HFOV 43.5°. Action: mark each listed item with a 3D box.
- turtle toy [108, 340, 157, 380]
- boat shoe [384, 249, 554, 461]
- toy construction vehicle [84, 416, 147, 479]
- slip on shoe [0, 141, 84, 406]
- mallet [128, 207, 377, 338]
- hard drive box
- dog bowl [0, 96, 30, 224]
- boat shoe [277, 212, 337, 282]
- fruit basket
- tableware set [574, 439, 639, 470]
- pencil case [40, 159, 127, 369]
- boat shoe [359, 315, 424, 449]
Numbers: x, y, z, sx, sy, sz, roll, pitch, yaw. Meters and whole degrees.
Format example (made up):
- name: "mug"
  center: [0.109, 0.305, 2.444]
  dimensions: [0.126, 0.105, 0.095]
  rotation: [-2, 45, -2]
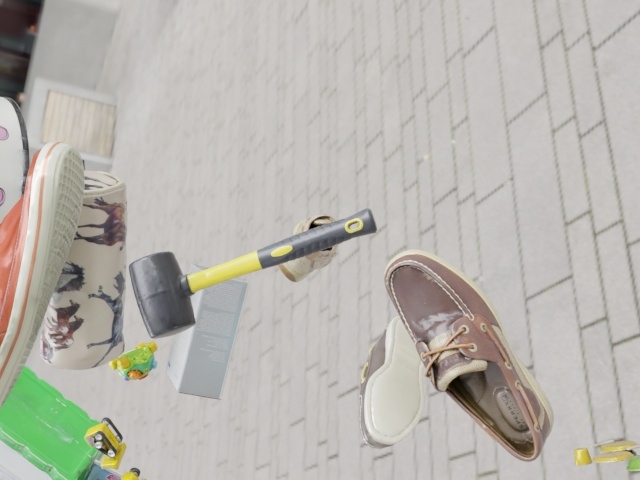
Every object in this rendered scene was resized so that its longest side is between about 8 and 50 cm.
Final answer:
- name: "turtle toy"
  center: [-0.401, 0.268, 1.730]
  dimensions: [0.130, 0.095, 0.066]
  rotation: [-17, 99, 53]
- name: "boat shoe"
  center: [0.205, 0.164, 1.138]
  dimensions: [0.123, 0.342, 0.123]
  rotation: [-35, -3, 22]
- name: "toy construction vehicle"
  center: [-0.204, 0.234, 0.766]
  dimensions: [0.035, 0.098, 0.086]
  rotation: [-19, 28, 16]
- name: "slip on shoe"
  center: [-0.320, 0.041, 0.803]
  dimensions: [0.331, 0.101, 0.123]
  rotation: [-59, 13, 29]
- name: "mallet"
  center: [-0.048, 0.025, 0.586]
  dimensions: [0.039, 0.189, 0.062]
  rotation: [16, -118, -77]
- name: "hard drive box"
  center: [-0.228, 0.174, 1.587]
  dimensions: [0.181, 0.089, 0.232]
  rotation: [-164, 88, -71]
- name: "dog bowl"
  center: [-0.654, -0.066, 1.392]
  dimensions: [0.408, 0.150, 0.408]
  rotation: [-13, 73, 48]
- name: "boat shoe"
  center: [0.000, 0.000, 1.884]
  dimensions: [0.110, 0.122, 0.341]
  rotation: [-38, 4, 22]
- name: "fruit basket"
  center: [-0.511, 0.359, 1.319]
  dimensions: [0.353, 0.327, 0.165]
  rotation: [-41, 13, 38]
- name: "tableware set"
  center: [0.371, 0.267, 0.981]
  dimensions: [0.154, 0.104, 0.024]
  rotation: [155, 108, -65]
- name: "pencil case"
  center: [-0.466, 0.059, 1.543]
  dimensions: [0.160, 0.183, 0.411]
  rotation: [-59, -22, -63]
- name: "boat shoe"
  center: [0.127, 0.275, 1.511]
  dimensions: [0.097, 0.116, 0.324]
  rotation: [-53, 9, 34]
